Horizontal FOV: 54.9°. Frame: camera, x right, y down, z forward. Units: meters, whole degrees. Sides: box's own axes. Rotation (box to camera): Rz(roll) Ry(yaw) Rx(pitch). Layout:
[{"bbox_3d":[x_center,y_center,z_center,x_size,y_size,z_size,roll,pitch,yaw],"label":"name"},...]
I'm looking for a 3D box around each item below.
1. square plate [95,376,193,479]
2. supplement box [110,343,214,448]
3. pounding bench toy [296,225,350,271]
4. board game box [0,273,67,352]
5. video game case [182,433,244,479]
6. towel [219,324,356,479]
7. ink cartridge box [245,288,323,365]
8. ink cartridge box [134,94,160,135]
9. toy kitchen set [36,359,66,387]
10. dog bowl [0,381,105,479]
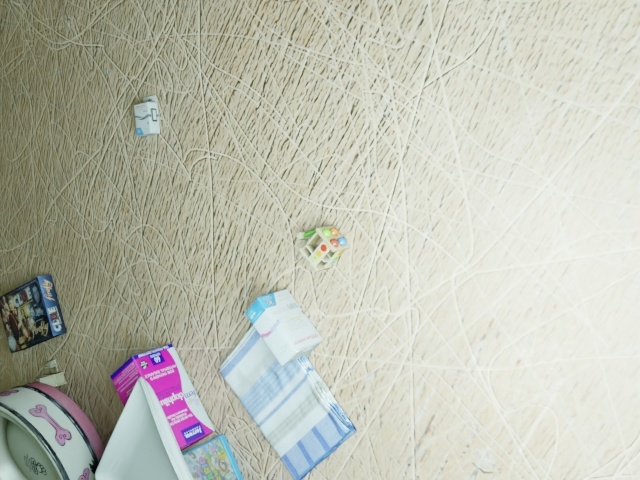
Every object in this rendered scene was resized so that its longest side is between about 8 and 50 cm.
[{"bbox_3d":[-0.337,0.510,1.222,0.344,0.049,0.347,52,126,34],"label":"square plate"},{"bbox_3d":[-0.345,0.355,1.343,0.114,0.111,0.220,-39,74,34],"label":"supplement box"},{"bbox_3d":[0.000,0.000,1.081,0.083,0.052,0.065,51,121,20],"label":"pounding bench toy"},{"bbox_3d":[-0.797,0.204,1.693,0.243,0.042,0.165,-22,83,36],"label":"board game box"},{"bbox_3d":[-0.241,0.504,1.348,0.166,0.015,0.119,-34,76,34],"label":"video game case"},{"bbox_3d":[-0.075,0.301,1.189,0.285,0.034,0.209,51,122,19],"label":"towel"},{"bbox_3d":[-0.066,0.158,1.127,0.122,0.088,0.052,51,121,19],"label":"ink cartridge box"},{"bbox_3d":[-0.375,-0.270,1.331,0.048,0.028,0.083,-2,95,36],"label":"ink cartridge box"},{"bbox_3d":[-0.742,0.362,1.654,0.083,0.075,0.068,-14,87,32],"label":"toy kitchen set"},{"bbox_3d":[-0.715,0.544,1.568,0.407,0.150,0.408,12,115,26],"label":"dog bowl"}]
